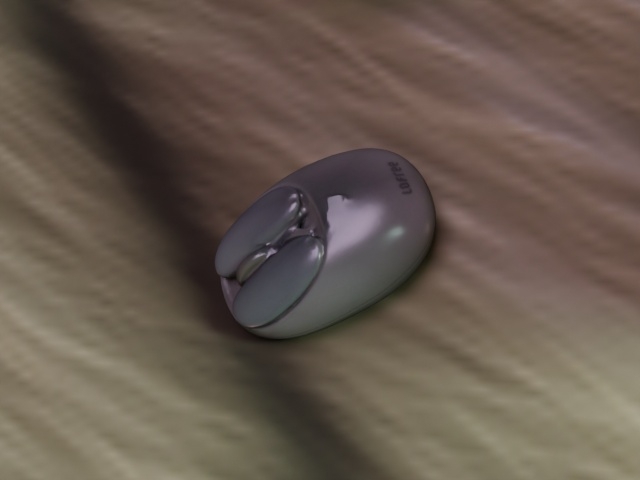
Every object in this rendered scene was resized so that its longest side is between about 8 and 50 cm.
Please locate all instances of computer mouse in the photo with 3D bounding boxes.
[{"bbox_3d":[0.000,-0.001,0.616,0.096,0.039,0.066,-27,59,7],"label":"computer mouse"}]
